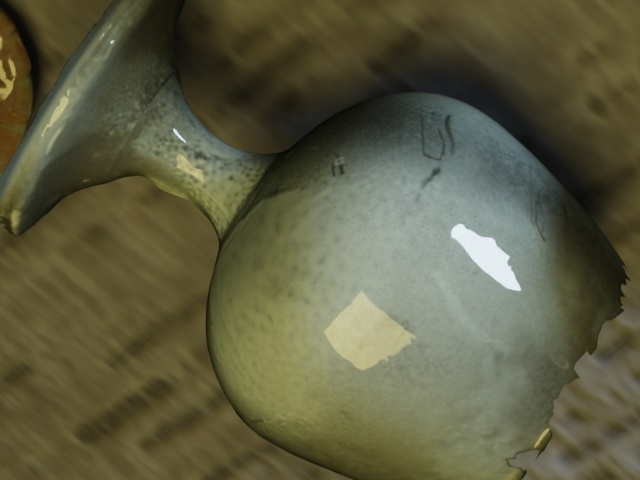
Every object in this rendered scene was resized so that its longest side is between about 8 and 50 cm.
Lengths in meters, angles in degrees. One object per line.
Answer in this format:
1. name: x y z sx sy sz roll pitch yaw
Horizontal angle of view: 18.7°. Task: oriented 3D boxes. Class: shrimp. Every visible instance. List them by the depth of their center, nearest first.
1. shrimp: -0.284 -0.100 1.224 0.219 0.046 0.152 8 119 8

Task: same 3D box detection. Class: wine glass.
1. wine glass: 0.000 0.000 1.106 0.323 0.238 0.238 30 123 0
